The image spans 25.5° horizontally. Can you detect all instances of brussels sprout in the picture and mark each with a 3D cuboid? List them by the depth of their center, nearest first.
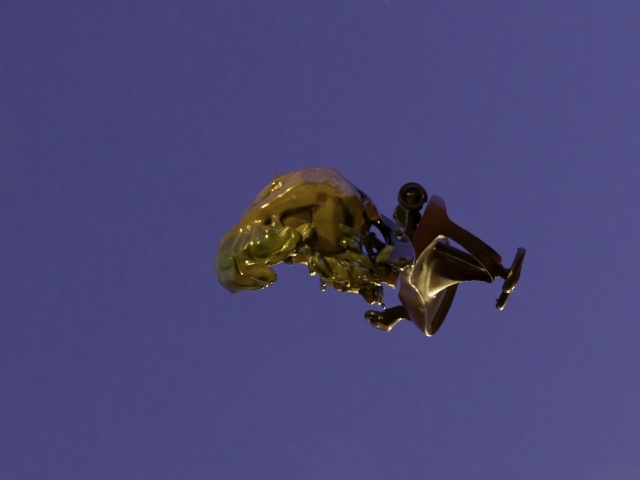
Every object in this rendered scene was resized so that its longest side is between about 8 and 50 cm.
[{"bbox_3d":[0.000,0.000,0.600,0.085,0.085,0.058,7,-66,-35],"label":"brussels sprout"}]

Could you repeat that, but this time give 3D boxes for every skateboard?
[{"bbox_3d":[0.073,0.018,0.819,0.151,0.080,0.067,85,-151,-73],"label":"skateboard"}]
